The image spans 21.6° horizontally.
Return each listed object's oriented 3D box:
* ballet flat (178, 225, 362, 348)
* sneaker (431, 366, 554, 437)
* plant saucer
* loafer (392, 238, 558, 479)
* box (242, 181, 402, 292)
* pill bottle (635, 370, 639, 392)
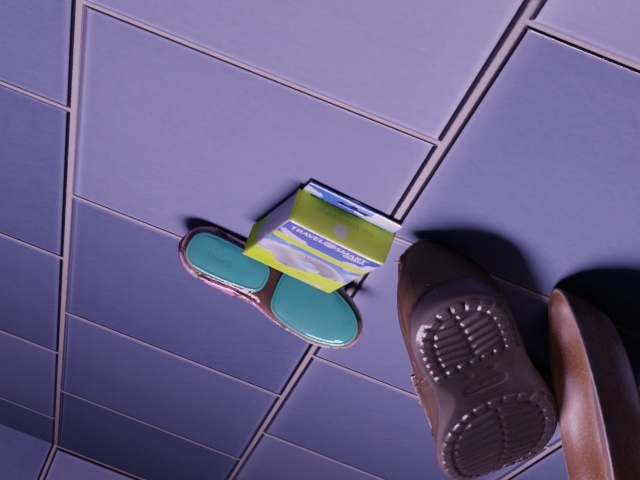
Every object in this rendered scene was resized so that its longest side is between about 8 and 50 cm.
[{"bbox_3d":[-0.054,0.049,1.842,0.221,0.077,0.079,26,178,-1],"label":"ballet flat"},{"bbox_3d":[0.166,0.176,1.923,0.130,0.087,0.227,28,156,-14],"label":"sneaker"},{"bbox_3d":[0.274,0.196,1.613,0.050,0.311,0.310,-9,157,1],"label":"plant saucer"},{"bbox_3d":[0.156,0.119,1.718,0.133,0.130,0.366,-19,142,-2],"label":"loafer"},{"bbox_3d":[0.000,0.000,1.689,0.109,0.042,0.178,25,160,-13],"label":"box"},{"bbox_3d":[0.361,0.195,1.726,0.121,0.121,0.216,17,159,11],"label":"pill bottle"}]
